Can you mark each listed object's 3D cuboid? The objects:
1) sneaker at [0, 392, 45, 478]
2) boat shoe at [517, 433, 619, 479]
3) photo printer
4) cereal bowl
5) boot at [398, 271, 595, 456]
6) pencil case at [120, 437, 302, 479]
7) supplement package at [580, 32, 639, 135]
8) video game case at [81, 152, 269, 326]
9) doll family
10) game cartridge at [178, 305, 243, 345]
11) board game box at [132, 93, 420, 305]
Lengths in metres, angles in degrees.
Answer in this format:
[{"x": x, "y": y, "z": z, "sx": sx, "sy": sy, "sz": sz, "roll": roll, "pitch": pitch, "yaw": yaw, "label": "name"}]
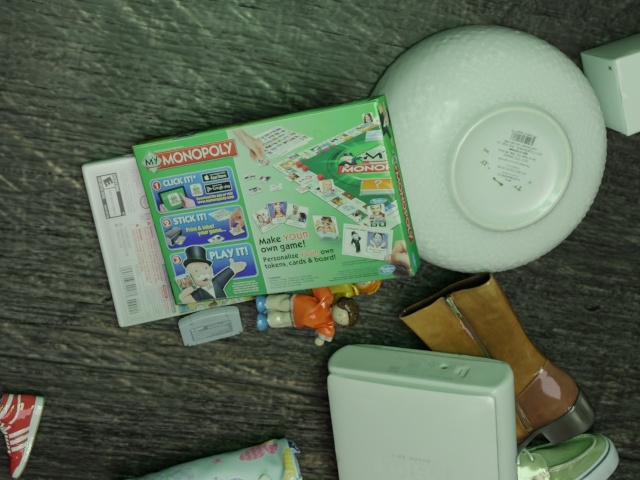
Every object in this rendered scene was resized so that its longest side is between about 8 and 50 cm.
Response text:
[{"x": -0.418, "y": 0.260, "z": 1.321, "sx": 0.067, "sy": 0.042, "sz": 0.118, "roll": 15, "pitch": 96, "yaw": -19, "label": "sneaker"}, {"x": 0.294, "y": 0.356, "z": 1.460, "sx": 0.302, "sy": 0.109, "sz": 0.094, "roll": -26, "pitch": 108, "yaw": 1, "label": "boat shoe"}, {"x": 0.144, "y": 0.302, "z": 1.353, "sx": 0.256, "sy": 0.107, "sz": 0.307, "roll": 5, "pitch": 116, "yaw": 24, "label": "photo printer"}, {"x": 0.223, "y": -0.107, "z": 1.282, "sx": 0.339, "sy": 0.141, "sz": 0.338, "roll": -3, "pitch": 108, "yaw": -9, "label": "cereal bowl"}, {"x": 0.202, "y": 0.204, "z": 1.374, "sx": 0.264, "sy": 0.096, "sz": 0.280, "roll": -30, "pitch": 112, "yaw": 31, "label": "boot"}, {"x": -0.154, "y": 0.362, "z": 1.363, "sx": 0.273, "sy": 0.124, "sz": 0.113, "roll": -12, "pitch": 109, "yaw": -6, "label": "pencil case"}, {"x": 0.457, "y": -0.223, "z": 1.308, "sx": 0.179, "sy": 0.105, "sz": 0.105, "roll": -18, "pitch": 111, "yaw": -6, "label": "supplement package"}, {"x": -0.186, "y": -0.012, "z": 1.291, "sx": 0.207, "sy": 0.026, "sz": 0.226, "roll": -12, "pitch": 108, "yaw": -7, "label": "video game case"}, {"x": 0.000, "y": 0.000, "z": 1.279, "sx": 0.163, "sy": 0.118, "sz": 0.262, "roll": -2, "pitch": 106, "yaw": 21, "label": "doll family"}, {"x": -0.149, "y": 0.115, "z": 1.330, "sx": 0.083, "sy": 0.017, "sz": 0.056, "roll": -13, "pitch": 142, "yaw": -7, "label": "game cartridge"}, {"x": -0.055, "y": -0.043, "z": 1.190, "sx": 0.318, "sy": 0.046, "sz": 0.213, "roll": -8, "pitch": 104, "yaw": 20, "label": "board game box"}]
